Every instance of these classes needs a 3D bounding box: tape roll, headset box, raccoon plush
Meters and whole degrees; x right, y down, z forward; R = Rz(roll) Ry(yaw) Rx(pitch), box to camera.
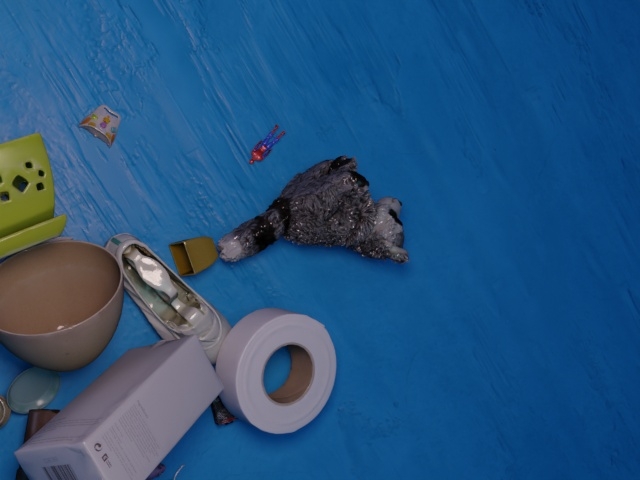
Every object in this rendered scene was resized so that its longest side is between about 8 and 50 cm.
[{"bbox_3d":[-0.100,0.301,1.965,0.286,0.100,0.286,-4,97,-36],"label":"tape roll"},{"bbox_3d":[-0.224,0.393,1.977,0.062,0.032,0.083,-16,96,-24],"label":"headset box"},{"bbox_3d":[0.000,0.000,2.046,0.446,0.216,0.299,-29,113,0],"label":"raccoon plush"}]

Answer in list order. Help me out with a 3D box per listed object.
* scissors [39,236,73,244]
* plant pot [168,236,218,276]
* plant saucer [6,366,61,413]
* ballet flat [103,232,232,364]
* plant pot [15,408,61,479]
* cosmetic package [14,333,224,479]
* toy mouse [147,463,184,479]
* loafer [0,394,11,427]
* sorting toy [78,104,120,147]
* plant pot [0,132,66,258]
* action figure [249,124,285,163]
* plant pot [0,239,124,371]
[{"bbox_3d":[-0.685,-0.002,1.785,0.297,0.021,0.109,-21,95,-22],"label":"scissors"},{"bbox_3d":[-0.286,0.030,1.938,0.083,0.081,0.081,-23,98,-35],"label":"plant pot"},{"bbox_3d":[-0.612,0.312,1.784,0.119,0.021,0.119,-26,132,-32],"label":"plant saucer"},{"bbox_3d":[-0.330,0.142,1.884,0.400,0.139,0.139,48,71,-16],"label":"ballet flat"},{"bbox_3d":[-0.553,0.439,1.764,0.167,0.167,0.165,7,78,-24],"label":"plant pot"},{"bbox_3d":[-0.395,0.362,1.706,0.385,0.217,0.156,-43,113,-53],"label":"cosmetic package"},{"bbox_3d":[-0.367,0.554,1.906,0.143,0.031,0.161,-27,99,-23],"label":"toy mouse"},{"bbox_3d":[-0.767,0.349,1.697,0.268,0.092,0.102,7,85,-24],"label":"loafer"},{"bbox_3d":[-0.485,-0.265,1.882,0.083,0.045,0.075,35,56,-20],"label":"sorting toy"},{"bbox_3d":[-0.649,-0.072,1.688,0.227,0.228,0.207,-26,100,-27],"label":"plant pot"},{"bbox_3d":[-0.134,-0.229,2.041,0.038,0.030,0.115,43,77,-11],"label":"action figure"},{"bbox_3d":[-0.536,0.160,1.740,0.284,0.284,0.191,-24,134,-23],"label":"plant pot"}]
